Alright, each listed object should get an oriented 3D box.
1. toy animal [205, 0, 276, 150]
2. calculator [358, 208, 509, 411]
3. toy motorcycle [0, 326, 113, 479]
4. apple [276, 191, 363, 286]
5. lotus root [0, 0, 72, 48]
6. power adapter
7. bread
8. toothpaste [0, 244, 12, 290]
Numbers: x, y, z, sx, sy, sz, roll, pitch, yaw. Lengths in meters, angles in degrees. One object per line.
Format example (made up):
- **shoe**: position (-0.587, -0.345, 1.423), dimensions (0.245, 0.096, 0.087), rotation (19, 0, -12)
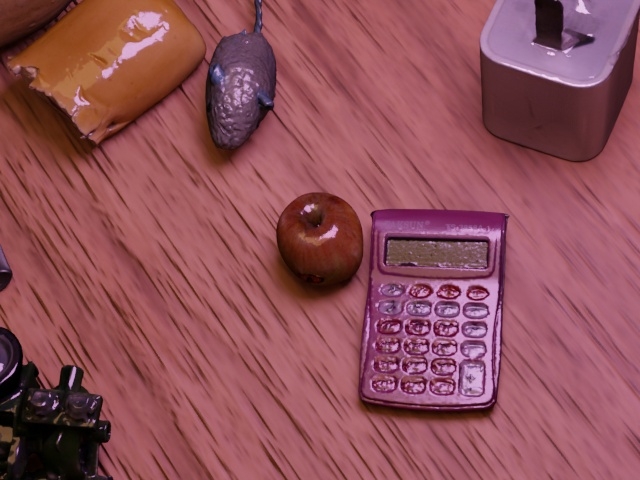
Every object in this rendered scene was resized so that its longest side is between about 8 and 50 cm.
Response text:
- **toy animal**: position (-0.073, -0.199, 1.513), dimensions (0.070, 0.079, 0.253), rotation (9, 65, -12)
- **calculator**: position (0.100, 0.061, 1.387), dimensions (0.126, 0.034, 0.191), rotation (3, 70, 8)
- **toy motorcycle**: position (-0.280, 0.209, 1.312), dimensions (0.205, 0.127, 0.275), rotation (4, 61, 6)
- **apple**: position (0.000, 0.000, 1.410), dimensions (0.084, 0.071, 0.084), rotation (-3, 55, 5)
- **lotus root**: position (-0.316, -0.287, 1.541), dimensions (0.310, 0.183, 0.183), rotation (-24, 63, -7)
- **power adapter**: position (0.215, -0.184, 1.397), dimensions (0.125, 0.205, 0.130), rotation (20, 66, 17)
- **bread**: position (-0.206, -0.182, 1.518), dimensions (0.134, 0.085, 0.173), rotation (40, 75, 22)
- **toothpaste**: position (-0.358, -0.052, 1.498), dimensions (0.062, 0.039, 0.239), rotation (-6, 54, -42)
